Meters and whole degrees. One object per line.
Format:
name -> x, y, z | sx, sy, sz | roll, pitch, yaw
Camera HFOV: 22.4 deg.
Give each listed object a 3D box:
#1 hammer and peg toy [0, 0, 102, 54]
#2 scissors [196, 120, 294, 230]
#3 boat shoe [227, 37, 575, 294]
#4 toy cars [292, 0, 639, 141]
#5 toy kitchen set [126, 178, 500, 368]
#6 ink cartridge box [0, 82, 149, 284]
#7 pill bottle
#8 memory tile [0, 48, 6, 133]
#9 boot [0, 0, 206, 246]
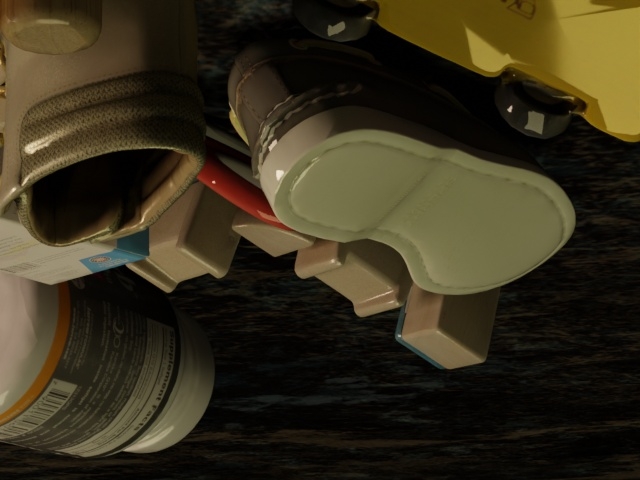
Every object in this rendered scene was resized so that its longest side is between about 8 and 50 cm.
hammer and peg toy -> -0.270, -0.120, 0.589 | 0.361, 0.127, 0.266 | -13, 161, 35
scissors -> -0.129, -0.077, 0.923 | 0.297, 0.021, 0.109 | 24, -163, -23
boat shoe -> 0.056, -0.042, 0.963 | 0.109, 0.091, 0.305 | -42, 149, 18
toy cars -> 0.162, -0.139, 0.616 | 0.394, 0.087, 0.176 | -9, 123, 25
toy kitchen set -> 0.000, 0.000, 1.130 | 0.207, 0.122, 0.166 | 35, 146, -31
ink cartridge box -> -0.184, -0.037, 0.961 | 0.092, 0.089, 0.143 | -14, 159, 37
pill bottle -> -0.205, 0.085, 1.264 | 0.162, 0.162, 0.278 | -8, 163, 23
memory tile -> -0.195, -0.092, 0.833 | 0.148, 0.012, 0.113 | -4, 139, 11
boot -> -0.119, -0.076, 0.686 | 0.077, 0.165, 0.213 | 13, 157, -40
